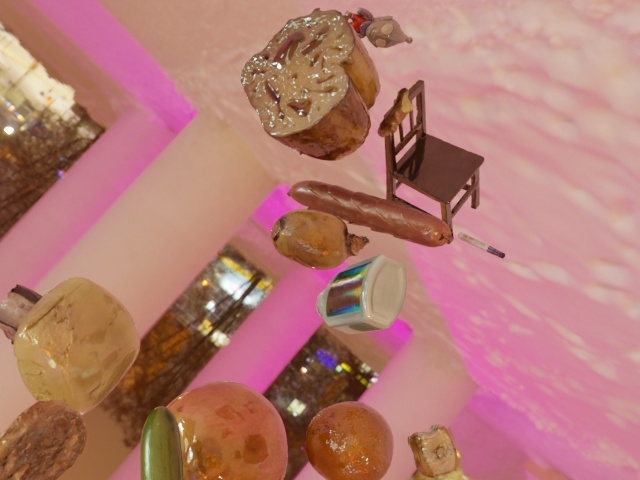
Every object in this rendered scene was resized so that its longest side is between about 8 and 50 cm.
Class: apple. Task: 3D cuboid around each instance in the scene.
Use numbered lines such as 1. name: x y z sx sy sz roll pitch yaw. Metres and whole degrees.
1. apple: -0.271 0.548 1.658 0.364 0.364 0.364 39 170 9

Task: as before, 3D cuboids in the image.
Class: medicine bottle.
1. medicine bottle: 0.063 0.103 1.150 0.083 0.121 0.229 22 161 -19

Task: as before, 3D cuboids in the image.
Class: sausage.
1. sausage: 0.104 -0.072 1.547 0.433 0.087 0.088 17 161 23

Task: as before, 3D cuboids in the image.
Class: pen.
1. pen: 0.508 0.015 2.039 0.025 0.025 0.204 47 172 -33

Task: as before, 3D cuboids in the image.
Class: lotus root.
1. lotus root: 0.000 0.000 1.424 0.221 0.125 0.118 14 -153 -7
2. lotus root: 0.020 -0.334 1.455 0.316 0.316 0.250 31 -179 44

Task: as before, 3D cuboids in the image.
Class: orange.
1. orange: 0.066 0.465 1.474 0.206 0.206 0.206 39 170 9

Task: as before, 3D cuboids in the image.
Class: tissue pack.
1. tissue pack: -0.724 0.252 1.729 0.245 0.123 0.332 28 154 -6

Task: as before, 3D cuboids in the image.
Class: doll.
1. doll: 0.167 -0.606 1.855 0.228 0.102 0.075 13 -135 -23

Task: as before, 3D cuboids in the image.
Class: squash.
1. squash: -0.304 0.465 1.241 0.082 0.082 0.292 56 -163 -55

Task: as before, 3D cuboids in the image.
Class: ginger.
1. ginger: 0.176 -0.291 1.491 0.057 0.137 0.044 45 -146 20

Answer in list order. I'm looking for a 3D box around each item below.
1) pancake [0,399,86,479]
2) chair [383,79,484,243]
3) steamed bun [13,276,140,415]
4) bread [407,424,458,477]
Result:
1. pancake: -0.386 0.284 0.884 0.022 0.139 0.139 23 161 35
2. chair: 0.332 -0.218 1.857 0.241 0.203 0.416 32 155 24
3. steamed bun: -0.487 0.231 1.327 0.166 0.232 0.272 1 122 19
4. bread: 0.208 0.378 1.163 0.070 0.077 0.083 138 117 -71
